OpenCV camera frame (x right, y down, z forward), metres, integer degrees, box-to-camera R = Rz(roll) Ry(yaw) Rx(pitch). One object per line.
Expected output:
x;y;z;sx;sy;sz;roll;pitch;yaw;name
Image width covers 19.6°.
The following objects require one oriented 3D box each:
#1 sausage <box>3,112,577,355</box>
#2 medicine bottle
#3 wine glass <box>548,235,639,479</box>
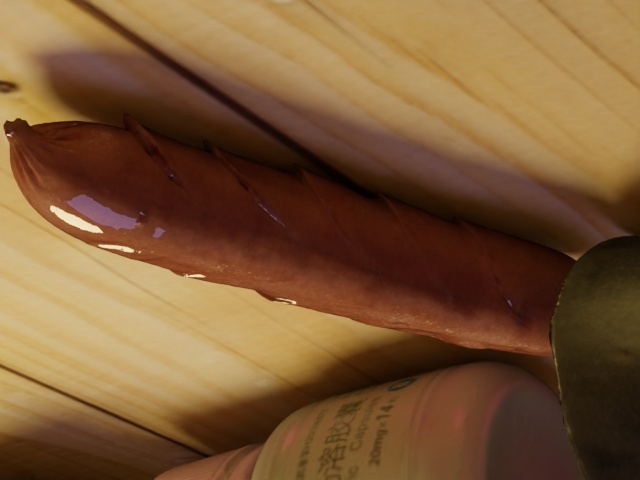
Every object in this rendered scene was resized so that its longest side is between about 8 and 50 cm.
-0.001;0.002;1.124;0.433;0.088;0.088;17;147;-30;sausage
0.035;0.241;1.405;0.325;0.256;0.256;-16;150;31;medicine bottle
0.355;0.029;1.040;0.267;0.267;0.406;19;141;-35;wine glass
